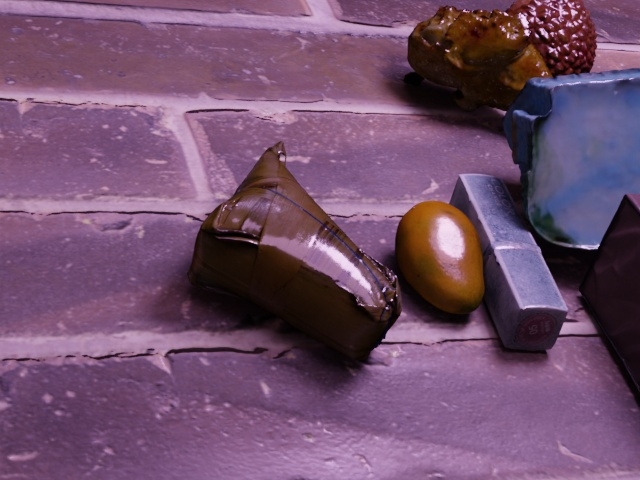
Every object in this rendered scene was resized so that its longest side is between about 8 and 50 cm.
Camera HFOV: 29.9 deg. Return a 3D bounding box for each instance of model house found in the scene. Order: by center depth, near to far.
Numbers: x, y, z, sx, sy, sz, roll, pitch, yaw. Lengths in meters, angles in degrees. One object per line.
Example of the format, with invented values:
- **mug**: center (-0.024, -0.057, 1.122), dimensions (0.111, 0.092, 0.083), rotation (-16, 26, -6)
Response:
- **model house**: center (0.374, -0.127, 1.671), dimensions (0.261, 0.225, 0.241), rotation (-5, 15, -9)

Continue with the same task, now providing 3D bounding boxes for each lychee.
- **lychee**: center (0.382, -0.334, 2.010), dimensions (0.188, 0.188, 0.188), rotation (10, 37, -8)

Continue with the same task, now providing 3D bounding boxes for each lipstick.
- **lipstick**: center (0.239, 0.019, 1.573), dimensions (0.078, 0.076, 0.289), rotation (3, 39, -15)

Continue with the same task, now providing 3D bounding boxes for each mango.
- **mango**: center (0.151, 0.021, 1.528), dimensions (0.111, 0.089, 0.163), rotation (2, 49, -2)

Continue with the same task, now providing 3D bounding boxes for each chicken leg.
- **chicken leg**: center (0.303, -0.258, 1.845), dimensions (0.361, 0.211, 0.140), rotation (26, 65, 16)

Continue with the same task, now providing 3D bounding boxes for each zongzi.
- **zongzi**: center (0.000, 0.000, 1.477), dimensions (0.260, 0.123, 0.289), rotation (27, 34, 6)

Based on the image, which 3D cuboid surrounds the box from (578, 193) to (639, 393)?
- **box**: center (0.455, 0.082, 1.486), dimensions (0.153, 0.188, 0.252), rotation (2, 41, -18)
